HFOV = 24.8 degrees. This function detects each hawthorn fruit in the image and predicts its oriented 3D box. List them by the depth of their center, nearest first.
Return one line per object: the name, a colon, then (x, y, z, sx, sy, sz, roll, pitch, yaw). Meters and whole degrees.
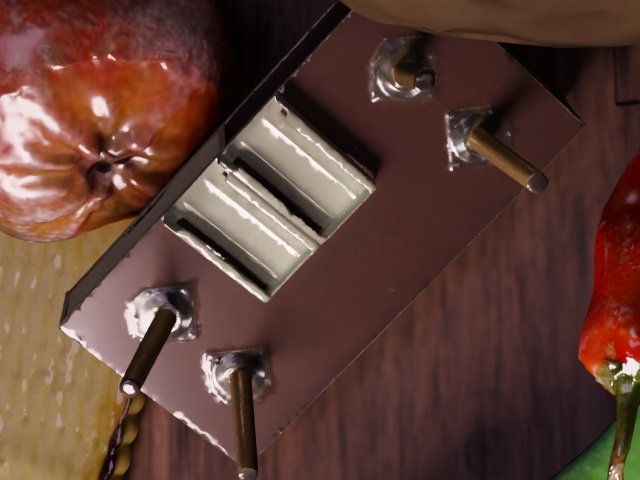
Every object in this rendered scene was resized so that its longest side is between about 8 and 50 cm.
hawthorn fruit: (-0.126, -0.090, 0.746, 0.173, 0.173, 0.173, -4, 80, 26)

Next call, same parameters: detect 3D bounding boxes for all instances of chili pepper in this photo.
chili pepper: (0.140, 0.011, 0.600, 0.059, 0.050, 0.191, -16, 44, 43)

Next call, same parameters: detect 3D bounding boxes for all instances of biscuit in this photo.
biscuit: (-0.174, 0.098, 0.814, 0.172, 0.029, 0.255, 13, 88, 27)

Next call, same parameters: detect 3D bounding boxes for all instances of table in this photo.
table: (0.000, 0.000, 0.666, 0.121, 0.111, 0.240, 39, 105, -18)

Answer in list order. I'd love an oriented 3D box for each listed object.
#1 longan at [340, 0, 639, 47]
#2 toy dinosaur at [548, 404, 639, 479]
longan: (0.125, -0.270, 0.512, 0.404, 0.404, 0.436, 19, 77, 28)
toy dinosaur: (0.012, 0.178, 0.680, 0.374, 0.144, 0.500, -2, 67, 28)
